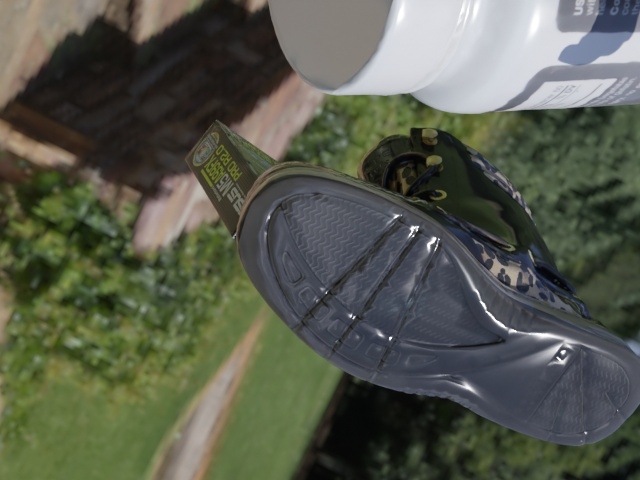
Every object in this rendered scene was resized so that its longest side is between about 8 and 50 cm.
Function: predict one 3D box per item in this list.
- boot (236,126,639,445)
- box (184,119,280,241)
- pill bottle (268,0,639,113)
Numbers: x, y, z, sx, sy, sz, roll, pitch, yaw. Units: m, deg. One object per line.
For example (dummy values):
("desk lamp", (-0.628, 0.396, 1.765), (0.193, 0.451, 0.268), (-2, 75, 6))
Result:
("boot", (0.079, 0.001, 1.250), (0.138, 0.377, 0.284), (-56, -155, 21))
("box", (0.000, 0.000, 1.570), (0.060, 0.270, 0.216), (-52, -151, 8))
("pill bottle", (0.158, -0.194, 1.062), (0.361, 0.204, 0.204), (-5, 134, -31))
